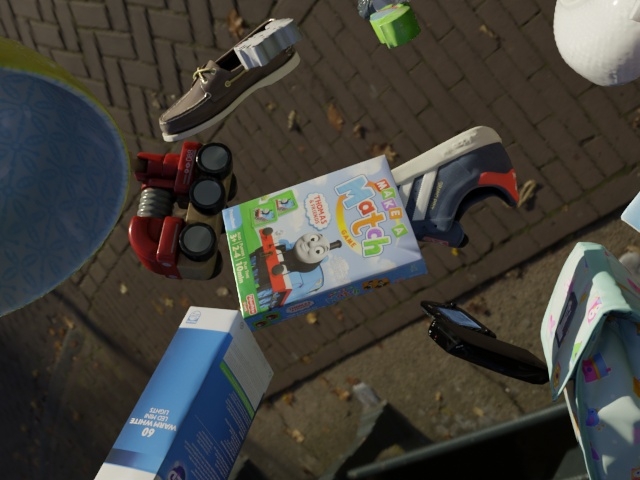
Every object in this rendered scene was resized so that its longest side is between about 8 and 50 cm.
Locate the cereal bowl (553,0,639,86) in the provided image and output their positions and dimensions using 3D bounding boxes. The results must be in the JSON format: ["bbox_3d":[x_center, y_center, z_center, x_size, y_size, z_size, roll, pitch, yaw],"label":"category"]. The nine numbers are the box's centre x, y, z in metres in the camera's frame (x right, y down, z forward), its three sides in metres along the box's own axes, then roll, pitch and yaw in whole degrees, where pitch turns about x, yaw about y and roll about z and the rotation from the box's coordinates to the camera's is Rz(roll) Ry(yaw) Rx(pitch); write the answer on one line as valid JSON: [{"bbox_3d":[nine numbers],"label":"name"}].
[{"bbox_3d":[0.511,-0.442,1.335,0.141,0.339,0.339,21,136,-16],"label":"cereal bowl"}]

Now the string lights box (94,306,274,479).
[{"bbox_3d":[-0.151,0.219,0.914,0.077,0.259,0.133,3,137,26],"label":"string lights box"}]

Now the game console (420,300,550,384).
[{"bbox_3d":[0.286,0.180,1.539,0.213,0.361,0.044,20,97,-19],"label":"game console"}]

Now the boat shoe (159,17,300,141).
[{"bbox_3d":[-0.188,-0.313,1.536,0.116,0.324,0.096,35,157,52],"label":"boat shoe"}]

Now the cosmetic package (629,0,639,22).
[{"bbox_3d":[0.580,-0.384,1.063,0.225,0.224,0.138,23,163,7],"label":"cosmetic package"}]

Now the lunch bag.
[{"bbox_3d":[0.351,0.149,0.928,0.160,0.223,0.262,-17,105,17],"label":"lunch bag"}]

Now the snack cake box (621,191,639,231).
[{"bbox_3d":[0.502,-0.118,0.963,0.089,0.152,0.264,41,127,18],"label":"snack cake box"}]

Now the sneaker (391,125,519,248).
[{"bbox_3d":[0.141,-0.034,1.214,0.350,0.131,0.148,-28,78,12],"label":"sneaker"}]

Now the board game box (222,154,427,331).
[{"bbox_3d":[0.000,0.000,0.922,0.211,0.160,0.039,-19,145,3],"label":"board game box"}]

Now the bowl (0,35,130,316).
[{"bbox_3d":[-0.323,-0.069,0.652,0.156,0.289,0.289,53,139,30],"label":"bowl"}]

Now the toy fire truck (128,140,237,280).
[{"bbox_3d":[-0.271,-0.065,1.255,0.246,0.217,0.158,7,159,2],"label":"toy fire truck"}]

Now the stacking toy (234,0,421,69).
[{"bbox_3d":[-0.035,-0.200,0.526,0.221,0.052,0.167,20,145,57],"label":"stacking toy"}]

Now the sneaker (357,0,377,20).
[{"bbox_3d":[0.186,-0.550,1.624,0.122,0.283,0.110,38,163,-11],"label":"sneaker"}]

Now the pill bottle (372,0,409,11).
[{"bbox_3d":[0.098,-0.314,0.960,0.043,0.083,0.043,31,169,7],"label":"pill bottle"}]
